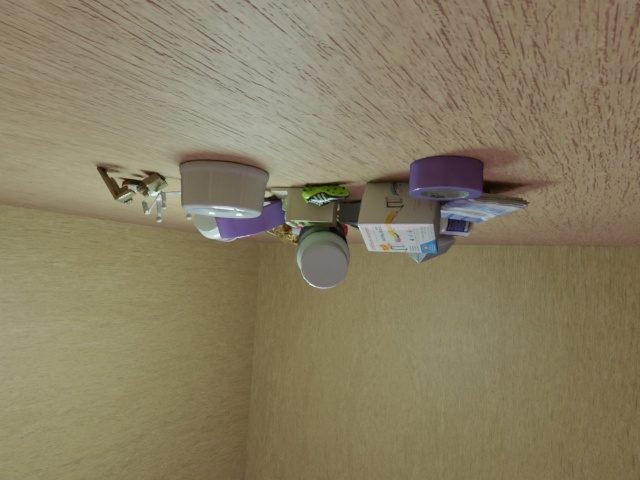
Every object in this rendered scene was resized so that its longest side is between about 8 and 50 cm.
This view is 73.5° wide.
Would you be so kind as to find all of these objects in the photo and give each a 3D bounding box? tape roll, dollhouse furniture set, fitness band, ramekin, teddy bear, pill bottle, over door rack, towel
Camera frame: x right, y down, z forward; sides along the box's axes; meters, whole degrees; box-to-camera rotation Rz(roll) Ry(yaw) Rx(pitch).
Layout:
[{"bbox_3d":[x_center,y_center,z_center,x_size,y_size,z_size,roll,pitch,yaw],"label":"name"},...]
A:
[{"bbox_3d":[0.331,-0.160,1.136,0.189,0.080,0.189,4,176,0],"label":"tape roll"},{"bbox_3d":[-0.634,-0.215,1.460,0.151,0.123,0.144,-31,179,-6],"label":"dollhouse furniture set"},{"bbox_3d":[-0.009,-0.061,2.021,0.291,0.054,0.209,16,-160,39],"label":"fitness band"},{"bbox_3d":[-0.305,-0.151,1.349,0.278,0.135,0.277,4,175,0],"label":"ramekin"},{"bbox_3d":[-0.225,-0.075,2.263,0.338,0.113,0.245,25,171,-29],"label":"teddy bear"},{"bbox_3d":[-0.492,-0.086,2.065,0.170,0.169,0.301,3,176,7],"label":"pill bottle"},{"bbox_3d":[-0.524,-0.131,1.648,0.240,0.108,0.324,-9,-177,-33],"label":"over door rack"},{"bbox_3d":[0.010,0.040,1.705,0.205,0.204,0.361,4,-161,-2],"label":"pill bottle"},{"bbox_3d":[-0.278,-0.090,1.725,0.275,0.090,0.275,-13,-166,3],"label":"tape roll"},{"bbox_3d":[0.536,-0.076,1.812,0.187,0.111,0.112,4,175,-12],"label":"pill bottle"},{"bbox_3d":[0.505,-0.103,1.407,0.210,0.034,0.285,7,171,-10],"label":"towel"}]

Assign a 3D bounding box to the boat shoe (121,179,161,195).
[{"bbox_3d":[-0.666,-0.199,1.597,0.137,0.049,0.043,3,-142,-27],"label":"boat shoe"}]

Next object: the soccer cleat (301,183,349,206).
[{"bbox_3d":[0.021,-0.151,1.466,0.179,0.060,0.072,5,135,28],"label":"soccer cleat"}]

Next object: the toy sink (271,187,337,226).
[{"bbox_3d":[-0.060,-0.118,1.601,0.235,0.131,0.153,3,175,8],"label":"toy sink"}]

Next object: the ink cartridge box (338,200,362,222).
[{"bbox_3d":[0.204,-0.107,1.820,0.209,0.086,0.153,6,175,-37],"label":"ink cartridge box"}]

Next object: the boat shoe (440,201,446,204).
[{"bbox_3d":[0.336,-0.081,1.641,0.324,0.119,0.123,-11,169,20],"label":"boat shoe"}]

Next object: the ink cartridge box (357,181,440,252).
[{"bbox_3d":[0.259,-0.073,1.382,0.233,0.168,0.171,1,147,21],"label":"ink cartridge box"}]

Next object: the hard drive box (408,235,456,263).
[{"bbox_3d":[0.447,-0.014,1.857,0.232,0.089,0.181,-15,-126,-45],"label":"hard drive box"}]

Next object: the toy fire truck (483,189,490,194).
[{"bbox_3d":[0.449,-0.144,1.437,0.135,0.047,0.192,8,172,-34],"label":"toy fire truck"}]

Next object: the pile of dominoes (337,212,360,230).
[{"bbox_3d":[0.142,-0.073,1.992,0.196,0.040,0.251,7,-162,-48],"label":"pile of dominoes"}]
